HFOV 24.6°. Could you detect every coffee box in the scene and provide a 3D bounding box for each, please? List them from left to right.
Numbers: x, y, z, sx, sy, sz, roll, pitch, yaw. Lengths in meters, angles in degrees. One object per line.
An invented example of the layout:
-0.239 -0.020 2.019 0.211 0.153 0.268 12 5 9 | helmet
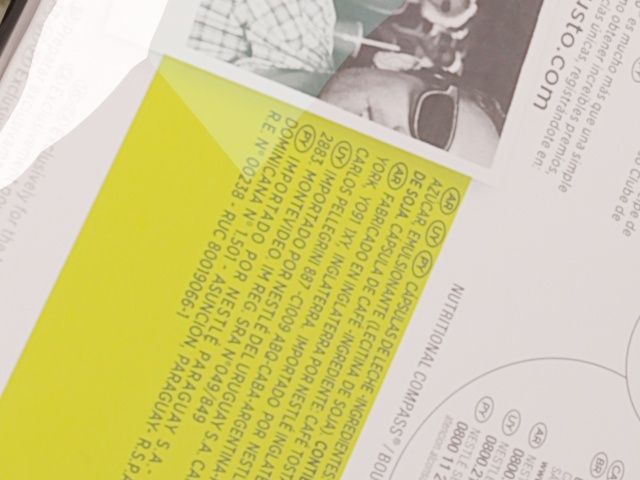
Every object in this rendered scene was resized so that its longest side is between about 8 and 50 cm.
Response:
0.000 0.000 0.663 0.334 0.337 0.338 26 80 -16 | coffee box
